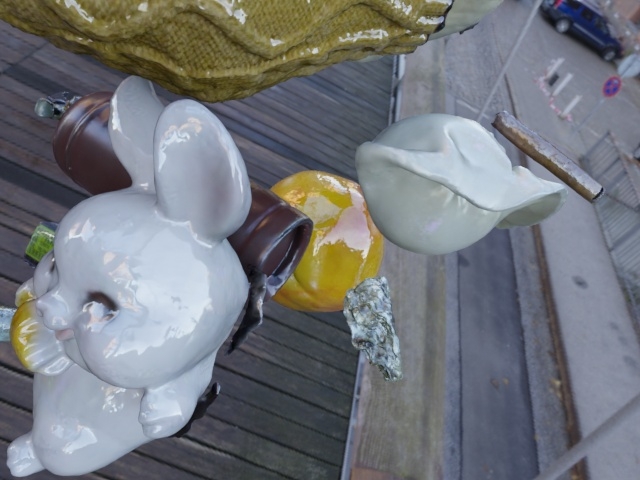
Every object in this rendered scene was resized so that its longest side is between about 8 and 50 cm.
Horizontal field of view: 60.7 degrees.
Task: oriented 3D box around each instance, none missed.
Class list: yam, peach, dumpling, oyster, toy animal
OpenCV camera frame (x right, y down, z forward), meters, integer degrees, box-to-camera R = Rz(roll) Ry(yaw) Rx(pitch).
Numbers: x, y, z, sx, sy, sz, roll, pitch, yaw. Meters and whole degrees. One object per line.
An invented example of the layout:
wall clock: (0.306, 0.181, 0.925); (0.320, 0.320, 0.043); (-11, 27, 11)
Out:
yam: (0.451, -0.168, 1.088); (0.264, 0.046, 0.046); (39, 41, 1)
peach: (0.002, -0.004, 1.122); (0.289, 0.289, 0.308); (50, 33, 18)
dumpling: (0.102, -0.034, 0.390); (0.134, 0.169, 0.100); (13, 67, 25)
oyster: (0.083, 0.121, 0.793); (0.125, 0.064, 0.177); (41, 28, -58)
toy animal: (-0.148, 0.045, 0.428); (0.154, 0.325, 0.208); (14, 13, -39)
yam: (-0.549, 0.161, 1.008); (0.169, 0.068, 0.068); (25, 35, -45)

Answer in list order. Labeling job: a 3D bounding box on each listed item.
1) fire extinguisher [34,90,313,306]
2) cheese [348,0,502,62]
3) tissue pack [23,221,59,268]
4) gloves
fire extinguisher: (-0.167, -0.070, 0.553); (0.344, 0.102, 0.138); (34, 13, 15)
cheese: (0.085, -0.312, 0.586); (0.318, 0.326, 0.115); (-6, 82, -12)
tissue pack: (-0.439, 0.090, 1.259); (0.394, 0.124, 0.288); (23, -1, 29)
gloves: (-0.077, -0.176, 0.342); (0.356, 0.203, 0.155); (1, 80, -18)
